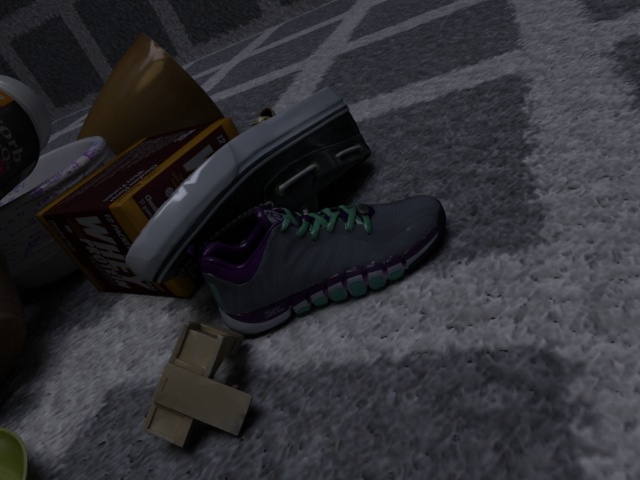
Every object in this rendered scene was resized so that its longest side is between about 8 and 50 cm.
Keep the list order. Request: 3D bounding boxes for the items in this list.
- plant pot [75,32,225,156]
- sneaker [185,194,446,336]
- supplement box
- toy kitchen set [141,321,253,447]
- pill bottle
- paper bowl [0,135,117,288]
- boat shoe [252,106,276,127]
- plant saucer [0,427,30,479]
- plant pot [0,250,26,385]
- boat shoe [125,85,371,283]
[{"bbox_3d":[-0.371,-0.248,1.042,0.254,0.237,0.237,-46,32,-6],"label":"plant pot"},{"bbox_3d":[0.000,0.000,0.437,0.224,0.098,0.083,-27,30,0],"label":"sneaker"},{"bbox_3d":[-0.202,-0.041,0.637,0.194,0.129,0.191,-2,38,38],"label":"supplement box"},{"bbox_3d":[-0.082,0.115,0.398,0.068,0.075,0.083,20,82,7],"label":"toy kitchen set"},{"bbox_3d":[-0.470,-0.118,0.647,0.162,0.162,0.278,-22,30,9],"label":"pill bottle"},{"bbox_3d":[-0.432,-0.036,0.797,0.285,0.148,0.284,-20,29,12],"label":"paper bowl"},{"bbox_3d":[-0.101,-0.200,0.896,0.050,0.045,0.135,-20,30,12],"label":"boat shoe"},{"bbox_3d":[-0.308,0.247,0.354,0.241,0.037,0.241,-21,29,12],"label":"plant saucer"},{"bbox_3d":[-0.398,0.111,0.523,0.110,0.237,0.237,26,45,5],"label":"plant pot"},{"bbox_3d":[-0.047,-0.054,0.537,0.335,0.119,0.121,-46,4,-34],"label":"boat shoe"}]
